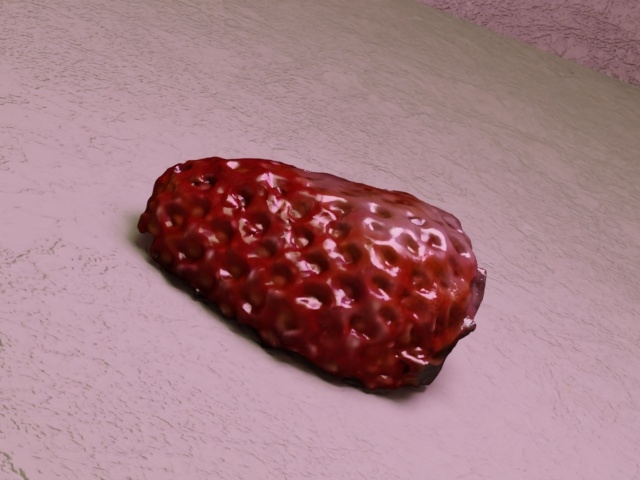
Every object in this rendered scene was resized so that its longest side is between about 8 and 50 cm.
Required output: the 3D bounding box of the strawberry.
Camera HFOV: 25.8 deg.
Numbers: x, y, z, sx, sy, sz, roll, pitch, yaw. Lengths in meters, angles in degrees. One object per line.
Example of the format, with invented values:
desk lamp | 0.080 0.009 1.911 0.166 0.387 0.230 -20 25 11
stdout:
strawberry | 0.000 0.000 1.338 0.336 0.149 0.265 24 23 -5
